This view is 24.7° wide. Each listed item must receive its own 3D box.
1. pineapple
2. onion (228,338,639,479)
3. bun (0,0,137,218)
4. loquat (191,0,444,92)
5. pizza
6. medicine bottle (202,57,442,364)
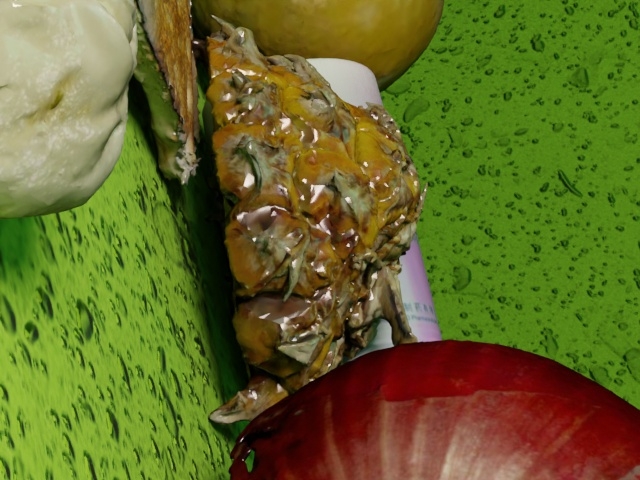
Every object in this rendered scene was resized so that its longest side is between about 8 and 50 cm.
[{"bbox_3d":[0.001,-0.016,0.993,0.161,0.158,0.334,103,-13,-69],"label":"pineapple"},{"bbox_3d":[0.090,0.217,0.834,0.341,0.341,0.341,-15,90,-83],"label":"onion"},{"bbox_3d":[-0.128,-0.101,0.610,0.183,0.102,0.183,-17,90,-80],"label":"bun"},{"bbox_3d":[-0.014,-0.212,1.260,0.244,0.244,0.243,-15,90,-83],"label":"loquat"},{"bbox_3d":[-0.117,-0.133,0.951,0.195,0.052,0.185,54,28,-81],"label":"pizza"},{"bbox_3d":[0.000,0.000,1.149,0.152,0.152,0.253,51,25,-72],"label":"medicine bottle"}]
